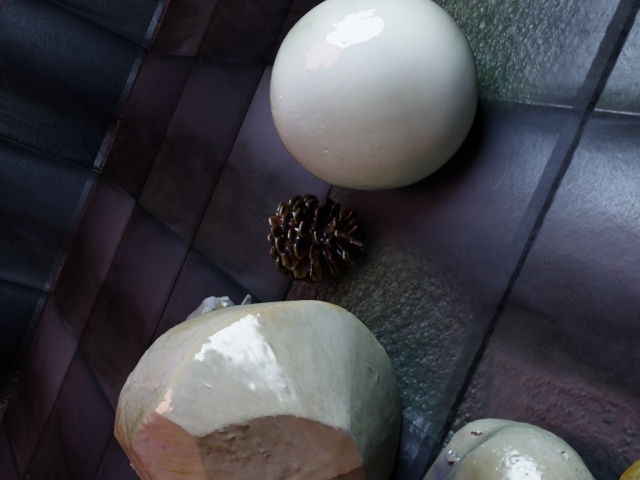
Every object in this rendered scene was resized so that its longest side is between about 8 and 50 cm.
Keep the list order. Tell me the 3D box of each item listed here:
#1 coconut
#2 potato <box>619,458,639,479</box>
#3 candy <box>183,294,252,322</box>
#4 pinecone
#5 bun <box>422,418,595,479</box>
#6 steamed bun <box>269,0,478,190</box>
[{"bbox_3d":[-0.080,0.259,0.957,0.416,0.416,0.344,-6,89,53],"label":"coconut"},{"bbox_3d":[0.367,0.247,0.521,0.299,0.196,0.246,-50,40,23],"label":"potato"},{"bbox_3d":[-0.213,0.228,1.369,0.195,0.137,0.184,-47,40,32],"label":"candy"},{"bbox_3d":[0.000,-0.003,1.192,0.165,0.163,0.162,-2,71,39],"label":"pinecone"},{"bbox_3d":[0.181,0.316,0.704,0.273,0.169,0.272,-170,90,-83],"label":"bun"},{"bbox_3d":[0.079,-0.215,1.035,0.324,0.324,0.206,-42,26,34],"label":"steamed bun"}]
